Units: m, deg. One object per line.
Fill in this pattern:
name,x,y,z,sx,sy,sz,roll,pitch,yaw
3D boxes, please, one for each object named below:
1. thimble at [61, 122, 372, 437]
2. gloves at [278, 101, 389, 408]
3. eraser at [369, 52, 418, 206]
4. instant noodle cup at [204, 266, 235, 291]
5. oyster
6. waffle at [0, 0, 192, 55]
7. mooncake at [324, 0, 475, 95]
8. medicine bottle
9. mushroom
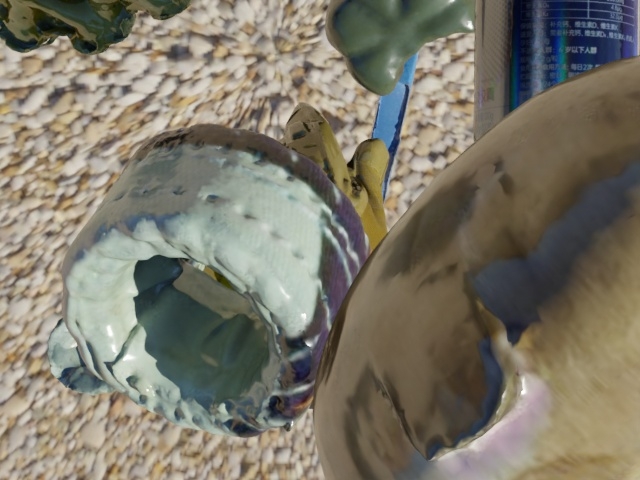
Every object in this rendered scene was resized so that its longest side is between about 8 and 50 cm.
thimble,-0.085,0.034,1.002,0.237,0.150,0.237,14,131,17
gloves,-0.011,-0.003,1.251,0.141,0.331,0.154,20,137,-39
eraser,0.095,-0.170,1.807,0.042,0.312,0.144,11,55,1
instant noodle cup,-0.075,0.062,1.795,0.236,0.215,0.215,39,97,33
oyster,-0.248,0.081,1.707,0.199,0.087,0.252,4,72,13
waffle,-0.198,-0.206,0.642,0.317,0.297,0.073,42,57,-39
mooncake,0.092,-0.242,1.437,0.168,0.104,0.175,20,118,-3
medicine bottle,0.154,-0.141,0.849,0.107,0.107,0.191,1,89,-2
mushroom,0.108,0.041,0.511,0.255,0.255,0.184,-34,83,3
